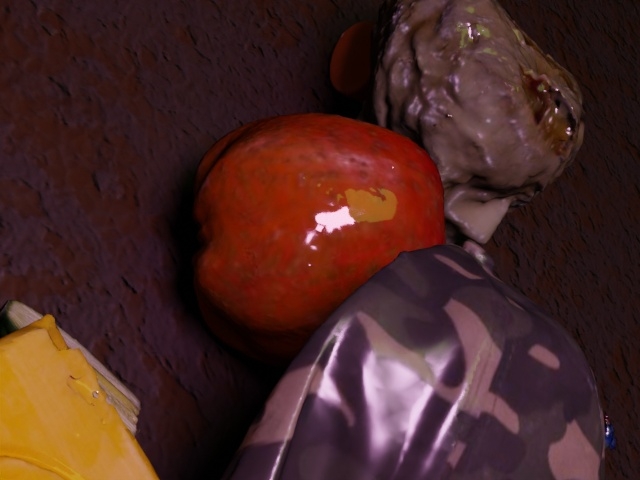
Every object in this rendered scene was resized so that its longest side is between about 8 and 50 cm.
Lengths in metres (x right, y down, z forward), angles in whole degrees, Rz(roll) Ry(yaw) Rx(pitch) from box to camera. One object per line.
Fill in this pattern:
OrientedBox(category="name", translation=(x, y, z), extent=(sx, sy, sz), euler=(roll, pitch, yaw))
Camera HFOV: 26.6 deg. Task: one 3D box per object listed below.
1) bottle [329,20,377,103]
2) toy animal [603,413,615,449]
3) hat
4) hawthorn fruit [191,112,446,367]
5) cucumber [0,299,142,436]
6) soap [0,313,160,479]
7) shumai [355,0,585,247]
OrientedBox(category="bottle", translation=(0.095, -0.127, 1.175), extent=(0.187, 0.069, 0.069), euler=(19, 52, -38))
OrientedBox(category="toy animal", translation=(0.183, 0.205, 1.071), extent=(0.075, 0.041, 0.217), euler=(50, 43, -12))
OrientedBox(category="hat", translation=(0.118, 0.217, 0.786), extent=(0.381, 0.257, 0.366), euler=(50, 16, 15))
OrientedBox(category="hawthorn fruit", translation=(0.000, 0.000, 0.900), extent=(0.189, 0.189, 0.189), euler=(27, 47, -34))
OrientedBox(category="cucumber", translation=(-0.152, 0.081, 0.788), extent=(0.107, 0.035, 0.067), euler=(46, 9, -15))
OrientedBox(category="soap", translation=(-0.136, 0.210, 0.671), extent=(0.204, 0.096, 0.324), euler=(-31, 89, -52))
OrientedBox(category="shumai", translation=(0.087, -0.086, 1.037), extent=(0.189, 0.218, 0.256), euler=(41, 17, 2))
